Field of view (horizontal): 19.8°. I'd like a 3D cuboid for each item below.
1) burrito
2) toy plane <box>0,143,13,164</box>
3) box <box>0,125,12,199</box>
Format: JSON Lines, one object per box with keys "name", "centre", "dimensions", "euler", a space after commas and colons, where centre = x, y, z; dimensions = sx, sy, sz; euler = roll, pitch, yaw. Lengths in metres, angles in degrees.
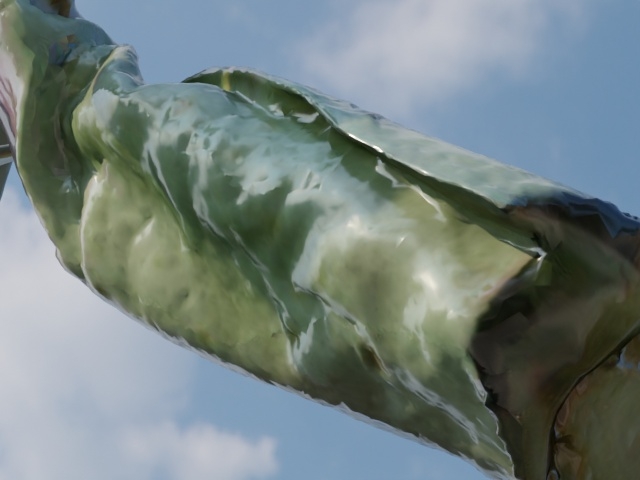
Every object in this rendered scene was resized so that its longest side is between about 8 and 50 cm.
{"name": "burrito", "centre": [0.000, 0.000, 0.493], "dimensions": [0.229, 0.089, 0.144], "euler": [26, -9, 39]}
{"name": "toy plane", "centre": [-0.192, 0.027, 0.792], "dimensions": [0.092, 0.108, 0.286], "euler": [-9, -8, -32]}
{"name": "box", "centre": [-0.311, -0.108, 1.068], "dimensions": [0.090, 0.373, 0.367], "euler": [35, -62, 26]}
